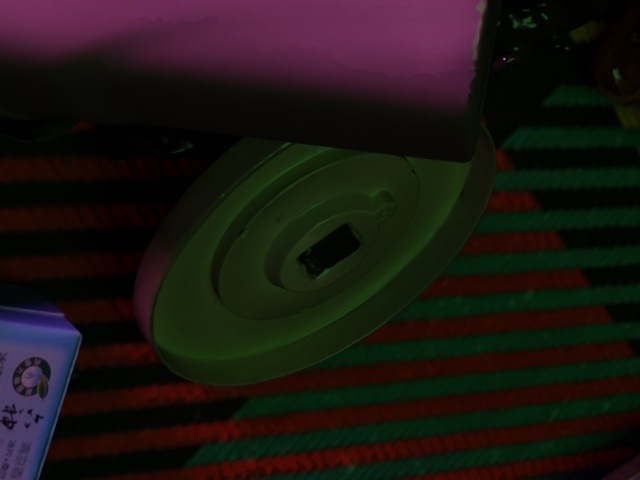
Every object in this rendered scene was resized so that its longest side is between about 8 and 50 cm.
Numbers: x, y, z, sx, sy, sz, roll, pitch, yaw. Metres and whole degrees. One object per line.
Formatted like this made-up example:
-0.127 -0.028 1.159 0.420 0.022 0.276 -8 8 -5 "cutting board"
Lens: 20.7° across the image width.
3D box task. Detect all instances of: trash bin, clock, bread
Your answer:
-0.040 -0.142 0.779 0.250 0.219 0.219 10 85 6 "trash bin"
0.000 0.000 1.017 0.235 0.029 0.235 -27 149 -18 "clock"
0.232 -0.160 1.157 0.052 0.044 0.157 33 90 -37 "bread"

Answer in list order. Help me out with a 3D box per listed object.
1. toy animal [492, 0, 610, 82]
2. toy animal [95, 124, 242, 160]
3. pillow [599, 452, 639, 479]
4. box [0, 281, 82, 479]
0.160 -0.186 1.024 0.148 0.084 0.233 16 140 -41 "toy animal"
-0.047 -0.064 0.988 0.117 0.121 0.210 -44 136 14 "toy animal"
0.299 0.243 1.320 0.322 0.120 0.255 -32 124 -19 "pillow"
-0.237 0.133 0.948 0.143 0.083 0.232 11 102 -35 "box"
